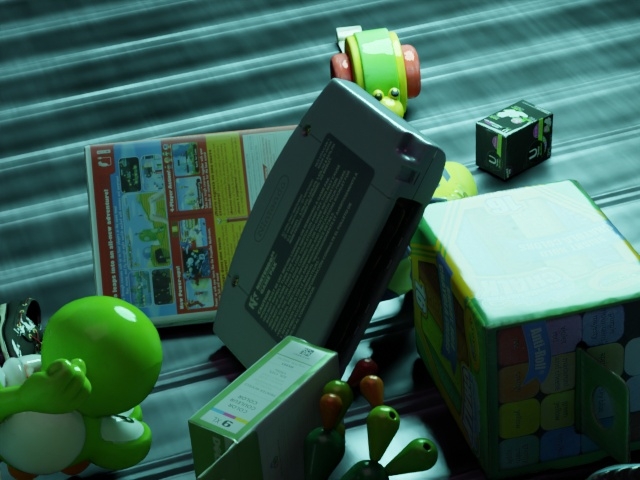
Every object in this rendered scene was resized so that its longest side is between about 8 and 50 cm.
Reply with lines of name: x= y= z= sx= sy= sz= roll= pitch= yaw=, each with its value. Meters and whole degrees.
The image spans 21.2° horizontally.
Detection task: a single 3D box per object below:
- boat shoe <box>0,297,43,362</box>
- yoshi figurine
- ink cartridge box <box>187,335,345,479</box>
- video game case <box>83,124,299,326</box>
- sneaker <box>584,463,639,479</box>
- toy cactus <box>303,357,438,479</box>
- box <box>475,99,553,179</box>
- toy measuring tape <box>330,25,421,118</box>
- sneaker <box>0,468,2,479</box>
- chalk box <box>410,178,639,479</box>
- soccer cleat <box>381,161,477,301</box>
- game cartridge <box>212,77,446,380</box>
boat shoe: x=-0.307 y=0.100 z=1.757 sx=0.042 sy=0.049 sz=0.133 roll=-14 pitch=28 yaw=-2
yoshi figurine: x=-0.287 y=0.099 z=1.491 sx=0.362 sy=0.203 sz=0.203 roll=18 pitch=60 yaw=-36
ink cartridge box: x=-0.062 y=0.187 z=1.531 sx=0.062 sy=0.109 sz=0.209 roll=17 pitch=38 yaw=31
video game case: x=-0.102 y=-0.017 z=1.820 sx=0.285 sy=0.025 sz=0.204 roll=-6 pitch=77 yaw=-3
sneaker: x=0.340 y=0.239 z=1.427 sx=0.262 sy=0.104 sz=0.125 roll=9 pitch=4 yaw=5
toy cactus: x=0.021 y=0.220 z=1.486 sx=0.180 sy=0.112 sz=0.219 roll=-28 pitch=60 yaw=4
box: x=0.231 y=-0.121 z=2.042 sx=0.083 sy=0.062 sz=0.052 roll=-26 pitch=39 yaw=-32
toy measuring tape: x=0.060 y=-0.242 z=2.212 sx=0.121 sy=0.121 sz=0.330 roll=-7 pitch=32 yaw=-5
sneaker: x=-0.325 y=0.243 z=1.377 sx=0.126 sy=0.240 sz=0.091 roll=-6 pitch=-3 yaw=27
chalk box: x=0.209 y=0.095 z=1.583 sx=0.179 sy=0.180 sz=0.289 roll=-10 pitch=31 yaw=-10
soccer cleat: x=0.116 y=-0.016 z=1.804 sx=0.121 sy=0.093 sz=0.289 roll=-29 pitch=6 yaw=36
game cartridge: x=0.000 y=0.000 z=1.684 sx=0.062 sy=0.297 sz=0.198 roll=17 pitch=17 yaw=-33
